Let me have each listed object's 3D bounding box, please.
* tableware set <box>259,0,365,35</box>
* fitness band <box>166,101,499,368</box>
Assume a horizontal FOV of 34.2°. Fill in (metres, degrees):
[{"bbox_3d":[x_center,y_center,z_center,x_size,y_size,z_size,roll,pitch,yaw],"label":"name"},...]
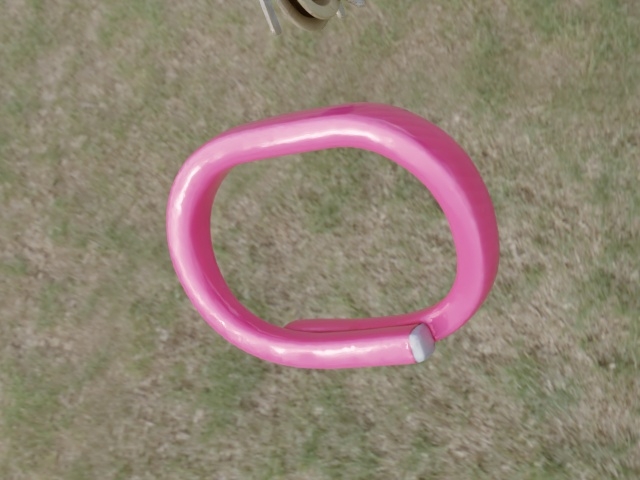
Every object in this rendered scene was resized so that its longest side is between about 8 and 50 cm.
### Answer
[{"bbox_3d":[-0.028,-0.274,0.880,0.039,0.128,0.194,-18,98,35],"label":"tableware set"},{"bbox_3d":[0.000,0.000,0.831,0.291,0.054,0.209,-7,108,34],"label":"fitness band"}]
